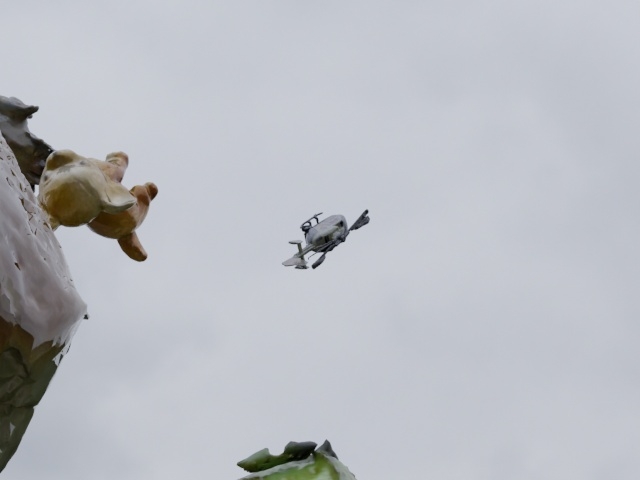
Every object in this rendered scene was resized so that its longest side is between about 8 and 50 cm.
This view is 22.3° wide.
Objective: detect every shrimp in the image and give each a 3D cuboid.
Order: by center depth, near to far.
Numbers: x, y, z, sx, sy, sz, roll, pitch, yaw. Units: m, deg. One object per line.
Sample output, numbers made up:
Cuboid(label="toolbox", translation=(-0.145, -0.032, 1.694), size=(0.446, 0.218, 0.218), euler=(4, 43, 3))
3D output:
Cuboid(label="shrimp", translation=(-0.266, -0.103, 1.368), size=(0.262, 0.117, 0.066), euler=(19, -32, -33))

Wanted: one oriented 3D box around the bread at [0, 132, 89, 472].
Cuboid(label="bread", translation=(-0.236, 0.007, 0.584), size=(0.225, 0.279, 0.250), euler=(-40, -16, 11))

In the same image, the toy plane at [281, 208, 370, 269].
Cuboid(label="toy plane", translation=(0.000, 0.000, 1.629), size=(0.049, 0.121, 0.031), euler=(5, -61, 40))

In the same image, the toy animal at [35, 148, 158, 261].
Cuboid(label="toy animal", translation=(-0.120, -0.015, 0.863), size=(0.060, 0.081, 0.083), euler=(-15, 15, 7))

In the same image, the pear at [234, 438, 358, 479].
Cuboid(label="pear", translation=(-0.048, 0.226, 0.830), size=(0.238, 0.164, 0.255), euler=(-16, 10, -15))
